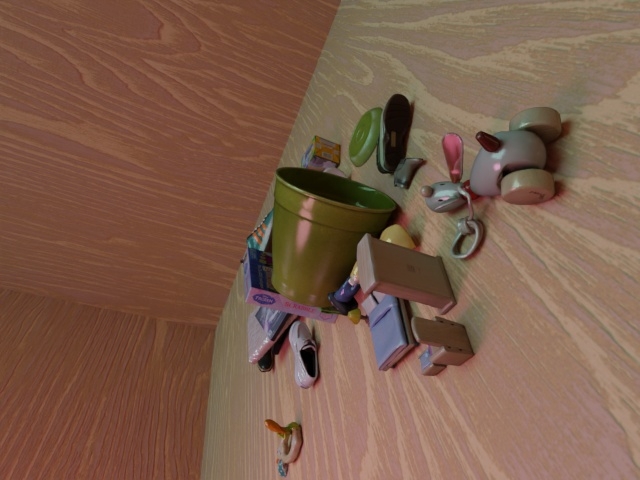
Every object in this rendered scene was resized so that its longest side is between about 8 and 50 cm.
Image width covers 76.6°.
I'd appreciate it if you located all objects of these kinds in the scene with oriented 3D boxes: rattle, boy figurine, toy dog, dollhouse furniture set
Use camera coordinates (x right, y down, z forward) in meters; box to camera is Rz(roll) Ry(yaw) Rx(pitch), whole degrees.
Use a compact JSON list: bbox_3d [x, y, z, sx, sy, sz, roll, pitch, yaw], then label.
[{"bbox_3d":[-0.155,0.719,1.394,0.199,0.143,0.130,-59,41,22],"label":"rattle"},{"bbox_3d":[0.144,0.074,1.097,0.092,0.177,0.285,49,114,17],"label":"boy figurine"},{"bbox_3d":[0.291,-0.129,0.786,0.333,0.161,0.219,129,151,-49],"label":"toy dog"},{"bbox_3d":[0.131,0.189,0.918,0.286,0.198,0.303,-93,26,-45],"label":"dollhouse furniture set"}]

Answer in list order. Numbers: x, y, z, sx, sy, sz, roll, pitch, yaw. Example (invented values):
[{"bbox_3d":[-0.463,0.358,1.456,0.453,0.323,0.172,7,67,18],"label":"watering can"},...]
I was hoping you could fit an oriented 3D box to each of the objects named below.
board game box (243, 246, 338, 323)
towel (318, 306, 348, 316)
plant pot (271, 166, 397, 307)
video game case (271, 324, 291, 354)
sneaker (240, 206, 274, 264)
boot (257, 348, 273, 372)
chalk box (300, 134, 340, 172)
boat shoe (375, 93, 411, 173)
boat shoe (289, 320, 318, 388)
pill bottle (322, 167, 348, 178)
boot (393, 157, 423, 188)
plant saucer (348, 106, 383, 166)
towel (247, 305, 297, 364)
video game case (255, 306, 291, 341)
[{"bbox_3d":[-0.116,0.154,1.467,0.318,0.318,0.065,-118,48,-63],"label":"board game box"},{"bbox_3d":[0.030,0.205,1.329,0.152,0.113,0.023,-126,48,-66],"label":"towel"},{"bbox_3d":[0.000,0.000,1.244,0.366,0.367,0.352,-117,41,-64],"label":"plant pot"},{"bbox_3d":[-0.189,0.360,1.943,0.274,0.035,0.248,-111,41,-61],"label":"video game case"},{"bbox_3d":[-0.239,-0.020,1.670,0.301,0.121,0.108,-69,-25,-15],"label":"sneaker"},{"bbox_3d":[-0.267,0.507,1.912,0.197,0.077,0.136,-115,22,-62],"label":"boot"},{"bbox_3d":[-0.012,-0.356,1.895,0.213,0.133,0.131,132,149,-50],"label":"chalk box"},{"bbox_3d":[0.217,-0.333,1.284,0.095,0.095,0.257,151,132,-73],"label":"boat shoe"},{"bbox_3d":[-0.049,0.392,1.453,0.084,0.095,0.257,-53,37,37],"label":"boat shoe"},{"bbox_3d":[0.013,-0.197,1.692,0.246,0.131,0.130,145,138,-62],"label":"pill bottle"},{"bbox_3d":[0.249,-0.191,1.161,0.118,0.042,0.086,-154,74,-72],"label":"boot"},{"bbox_3d":[0.167,-0.405,1.572,0.241,0.037,0.240,-164,90,-72],"label":"plant saucer"},{"bbox_3d":[-0.223,0.347,1.849,0.331,0.054,0.317,-51,25,16],"label":"towel"},{"bbox_3d":[-0.196,0.299,1.764,0.196,0.026,0.274,-59,25,-2],"label":"video game case"}]
